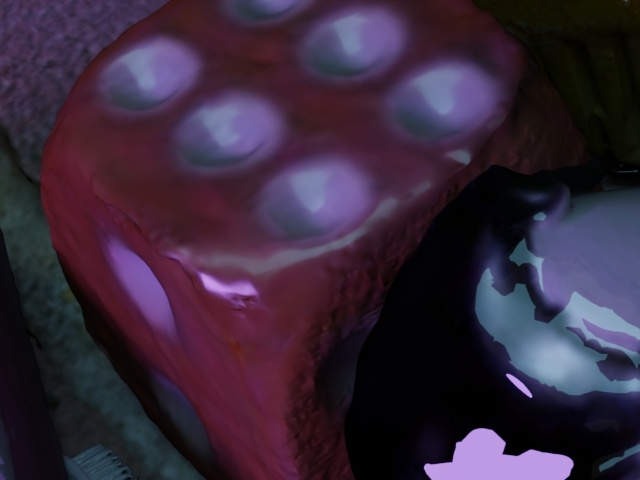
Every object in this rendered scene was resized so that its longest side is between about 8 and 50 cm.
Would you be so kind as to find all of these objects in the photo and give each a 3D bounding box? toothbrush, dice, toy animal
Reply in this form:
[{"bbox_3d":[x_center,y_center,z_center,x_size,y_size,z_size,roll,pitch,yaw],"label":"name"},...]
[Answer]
[{"bbox_3d":[-0.161,0.038,0.905,0.025,0.020,0.286,-29,51,-22],"label":"toothbrush"},{"bbox_3d":[0.000,0.000,0.795,0.174,0.179,0.175,-36,55,-16],"label":"dice"},{"bbox_3d":[0.143,0.093,0.663,0.212,0.212,0.267,-37,49,-17],"label":"toy animal"}]

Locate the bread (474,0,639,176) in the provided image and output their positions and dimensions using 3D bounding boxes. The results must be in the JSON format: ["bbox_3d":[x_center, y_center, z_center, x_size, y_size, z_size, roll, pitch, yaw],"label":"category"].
[{"bbox_3d":[0.116,-0.153,0.919,0.253,0.142,0.227,18,65,24],"label":"bread"}]

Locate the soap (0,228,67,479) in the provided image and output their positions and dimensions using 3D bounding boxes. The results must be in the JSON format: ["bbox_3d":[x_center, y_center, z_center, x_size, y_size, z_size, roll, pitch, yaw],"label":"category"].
[{"bbox_3d":[-0.251,0.115,0.792,0.296,0.107,0.285,-22,49,2],"label":"soap"}]
